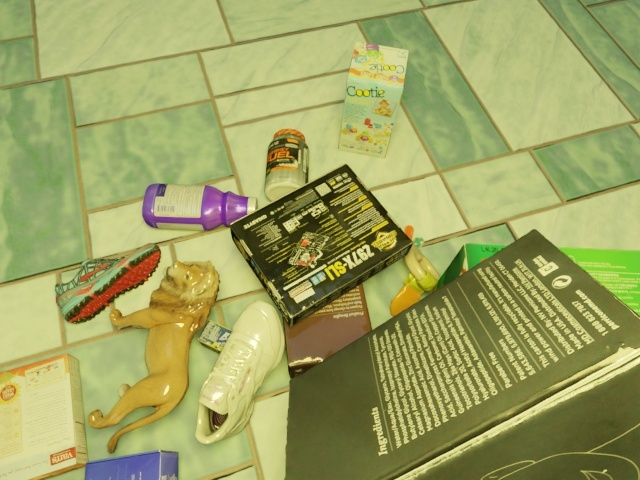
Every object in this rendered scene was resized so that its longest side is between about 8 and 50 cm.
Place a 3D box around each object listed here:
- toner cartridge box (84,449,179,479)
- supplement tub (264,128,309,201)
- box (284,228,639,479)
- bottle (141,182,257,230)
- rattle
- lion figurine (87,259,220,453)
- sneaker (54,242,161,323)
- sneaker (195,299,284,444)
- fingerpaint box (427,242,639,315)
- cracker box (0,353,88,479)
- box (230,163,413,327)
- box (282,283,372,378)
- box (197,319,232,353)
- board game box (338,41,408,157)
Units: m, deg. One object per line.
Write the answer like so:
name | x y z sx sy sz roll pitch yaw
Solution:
toner cartridge box | -0.351 0.581 0.864 0.165 0.075 0.347 -13 62 10
supplement tub | -0.089 -0.202 1.287 0.117 0.117 0.190 1 62 -2
box | 0.275 0.331 0.706 0.472 0.480 0.297 -35 21 11
bottle | -0.307 -0.085 1.228 0.283 0.092 0.118 2 63 -2
rattle | 0.219 0.075 1.207 0.130 0.142 0.199 9 39 -34
lion figurine | -0.332 0.235 1.010 0.240 0.142 0.391 -8 68 13
sneaker | -0.511 0.072 1.130 0.262 0.104 0.125 -37 68 -20
sneaker | -0.164 0.270 0.959 0.114 0.152 0.304 19 90 15
fingerpaint box | 0.465 0.158 0.982 0.445 0.371 0.163 2 63 -1
cracker box | -0.584 0.373 0.988 0.156 0.067 0.232 -15 63 -10
box | 0.000 0.000 1.057 0.322 0.079 0.257 -31 70 -17
box | -0.003 0.111 1.117 0.191 0.143 0.381 -6 61 -6
box | -0.189 0.244 1.079 0.169 0.059 0.054 23 66 9
board game box | 0.139 -0.376 1.300 0.145 0.275 0.142 11 62 3
